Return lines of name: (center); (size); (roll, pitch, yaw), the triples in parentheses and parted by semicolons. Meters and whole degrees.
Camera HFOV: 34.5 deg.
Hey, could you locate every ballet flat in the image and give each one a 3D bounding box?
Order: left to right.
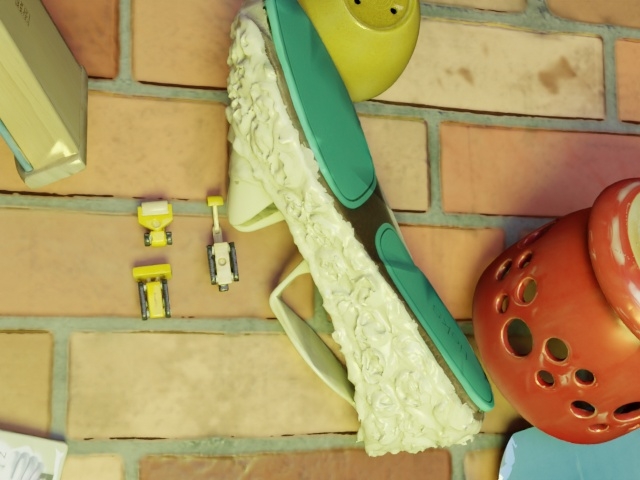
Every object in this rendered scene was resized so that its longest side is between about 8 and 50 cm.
ballet flat: (0.000, 0.000, 0.843); (0.147, 0.147, 0.409); (-27, 92, -19)

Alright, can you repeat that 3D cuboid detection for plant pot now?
plant pot: (0.034, -0.197, 0.899); (0.134, 0.095, 0.134); (2, 82, -17)
plant pot: (0.251, 0.057, 0.862); (0.191, 0.174, 0.191); (15, 57, -25)

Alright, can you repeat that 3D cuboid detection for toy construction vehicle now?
toy construction vehicle: (-0.114, 0.014, 0.859); (0.086, 0.035, 0.098); (-9, 82, -7)

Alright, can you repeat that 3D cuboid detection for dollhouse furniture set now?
dollhouse furniture set: (-0.357, -0.140, 0.771); (0.303, 0.286, 0.198); (-20, 130, 4)

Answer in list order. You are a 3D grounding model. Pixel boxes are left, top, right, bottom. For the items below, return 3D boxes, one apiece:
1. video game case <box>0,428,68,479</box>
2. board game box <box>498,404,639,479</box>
video game case: (-0.294, 0.227, 0.762); (0.173, 0.022, 0.190); (17, 78, -22)
board game box: (0.231, 0.220, 0.936); (0.169, 0.033, 0.133); (-15, 93, -17)
